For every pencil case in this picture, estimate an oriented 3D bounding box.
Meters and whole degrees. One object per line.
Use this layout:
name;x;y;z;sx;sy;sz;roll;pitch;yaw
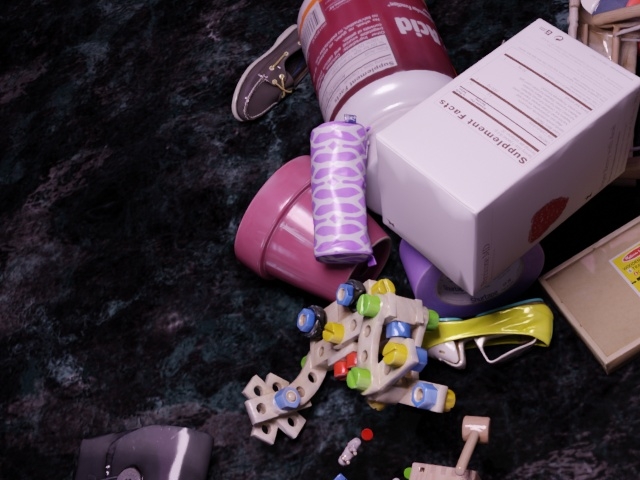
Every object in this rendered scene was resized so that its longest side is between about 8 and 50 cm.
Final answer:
pencil case;0.031;-0.067;1.395;0.086;0.088;0.206;161;112;-63

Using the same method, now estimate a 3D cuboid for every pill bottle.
pill bottle;0.107;-0.241;1.588;0.224;0.224;0.392;-22;53;8

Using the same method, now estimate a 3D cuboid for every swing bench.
swing bench;0.484;-0.215;1.412;0.255;0.165;0.253;0;78;29

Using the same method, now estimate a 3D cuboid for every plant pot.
plant pot;0.000;0.000;1.506;0.180;0.201;0.201;36;76;21

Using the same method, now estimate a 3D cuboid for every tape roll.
tape roll;0.212;0.023;1.392;0.189;0.189;0.080;-22;52;8

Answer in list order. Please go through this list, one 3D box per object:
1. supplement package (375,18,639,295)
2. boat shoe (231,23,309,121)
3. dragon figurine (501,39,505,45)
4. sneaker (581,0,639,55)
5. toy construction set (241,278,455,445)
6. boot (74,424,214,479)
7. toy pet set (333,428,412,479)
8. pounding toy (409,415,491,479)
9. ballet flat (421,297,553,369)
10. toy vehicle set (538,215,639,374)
supplement package;0.236;-0.108;1.255;0.293;0.177;0.175;-37;58;-18
boat shoe;-0.073;-0.302;1.793;0.068;0.081;0.228;20;66;36
dragon figurine;0.328;-0.173;1.535;0.144;0.085;0.289;0;63;20
sneaker;0.575;-0.429;1.589;0.350;0.131;0.148;-47;60;-4
toy construction set;0.039;0.172;1.374;0.327;0.151;0.215;-25;55;36
boot;-0.197;0.467;1.314;0.367;0.146;0.445;-4;53;18
toy pet set;0.066;0.332;1.338;0.122;0.065;0.114;44;82;3
pounding toy;0.152;0.313;1.229;0.094;0.181;0.206;2;60;24
ballet flat;0.213;0.139;1.392;0.231;0.077;0.077;-12;68;13
toy vehicle set;0.459;0.049;1.367;0.267;0.035;0.166;-31;52;1
